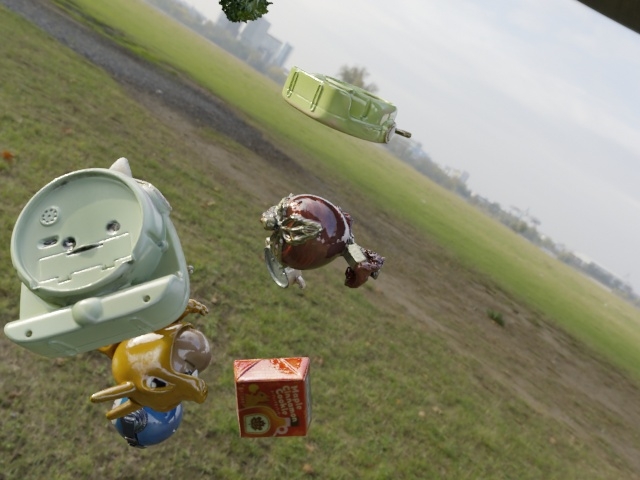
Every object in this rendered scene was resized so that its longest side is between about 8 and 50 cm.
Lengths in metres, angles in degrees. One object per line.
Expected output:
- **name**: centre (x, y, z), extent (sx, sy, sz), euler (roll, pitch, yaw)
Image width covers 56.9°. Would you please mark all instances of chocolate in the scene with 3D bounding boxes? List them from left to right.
- **chocolate**: centre (-0.144, 0.480, 1.789), extent (0.235, 0.237, 0.108), euler (-1, 19, -1)

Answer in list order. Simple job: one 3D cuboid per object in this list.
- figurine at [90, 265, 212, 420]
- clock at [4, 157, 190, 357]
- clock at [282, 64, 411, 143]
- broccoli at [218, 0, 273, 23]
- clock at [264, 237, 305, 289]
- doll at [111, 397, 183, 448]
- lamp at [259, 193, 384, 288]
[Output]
- **figurine**: centre (-0.464, 0.264, 1.590), extent (0.268, 0.401, 0.387), euler (38, 37, -49)
- **clock**: centre (-0.364, 0.007, 0.943), extent (0.108, 0.265, 0.324), euler (71, 1, -64)
- **clock**: centre (0.078, -0.309, 1.392), extent (0.308, 0.096, 0.235), euler (9, 21, -40)
- **broccoli**: centre (-0.069, -0.426, 0.907), extent (0.194, 0.219, 0.194), euler (25, 37, -21)
- **clock**: centre (-0.126, 0.078, 1.915), extent (0.229, 0.063, 0.155), euler (49, -26, 28)
- **doll**: centre (-0.576, 0.534, 1.982), extent (0.240, 0.309, 0.284), euler (10, -6, 6)
- **lamp**: centre (0.000, -0.008, 1.155), extent (0.223, 0.151, 0.215), euler (-8, 46, -19)
